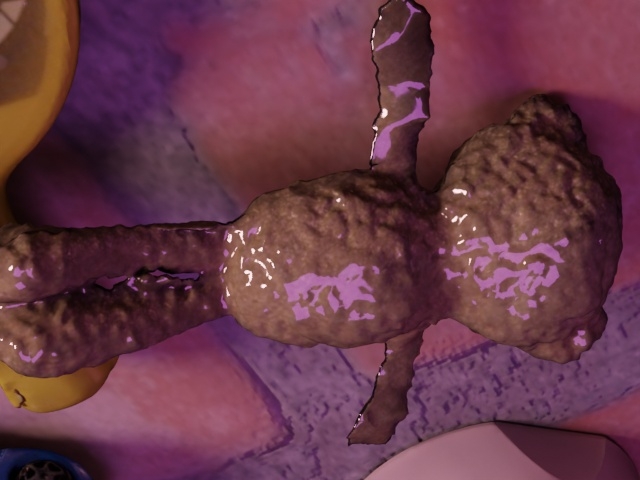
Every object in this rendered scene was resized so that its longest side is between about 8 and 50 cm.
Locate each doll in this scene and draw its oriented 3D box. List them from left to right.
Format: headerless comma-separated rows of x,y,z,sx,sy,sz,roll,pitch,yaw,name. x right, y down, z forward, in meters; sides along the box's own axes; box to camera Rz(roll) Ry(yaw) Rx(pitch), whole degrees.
0.004,0.017,0.658,0.286,0.091,0.202,-33,106,-12,doll

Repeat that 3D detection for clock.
0.110,0.198,0.890,0.197,0.068,0.197,-5,134,-6,clock

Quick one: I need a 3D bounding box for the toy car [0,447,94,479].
-0.217,0.145,0.784,0.216,0.063,0.103,7,132,-24,toy car

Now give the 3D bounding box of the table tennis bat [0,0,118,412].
-0.188,-0.051,0.614,0.224,0.054,0.368,-16,130,11,table tennis bat
